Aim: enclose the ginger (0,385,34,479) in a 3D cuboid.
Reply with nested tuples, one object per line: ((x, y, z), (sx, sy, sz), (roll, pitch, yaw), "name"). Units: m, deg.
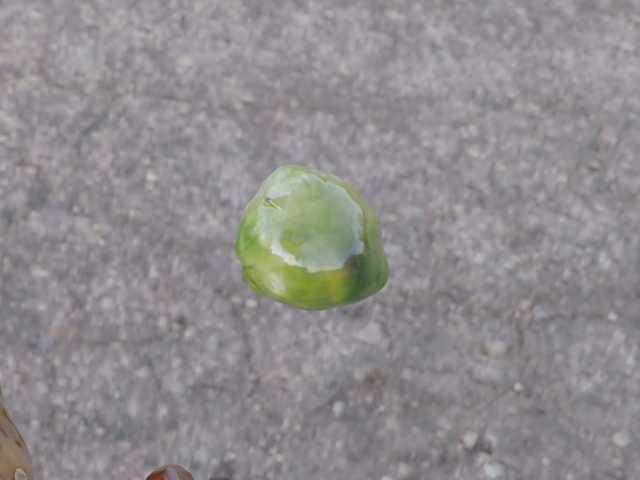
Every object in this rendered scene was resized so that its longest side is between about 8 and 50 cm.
((-0.291, 0.087, 0.829), (0.200, 0.269, 0.223), (-26, 93, -54), "ginger")

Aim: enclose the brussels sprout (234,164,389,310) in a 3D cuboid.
((0.000, 0.002, 1.541), (0.151, 0.149, 0.122), (-30, 28, -27), "brussels sprout")

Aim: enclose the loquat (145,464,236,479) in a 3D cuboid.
((-0.053, 0.165, 0.282), (0.238, 0.238, 0.193), (-23, 37, -37), "loquat")
